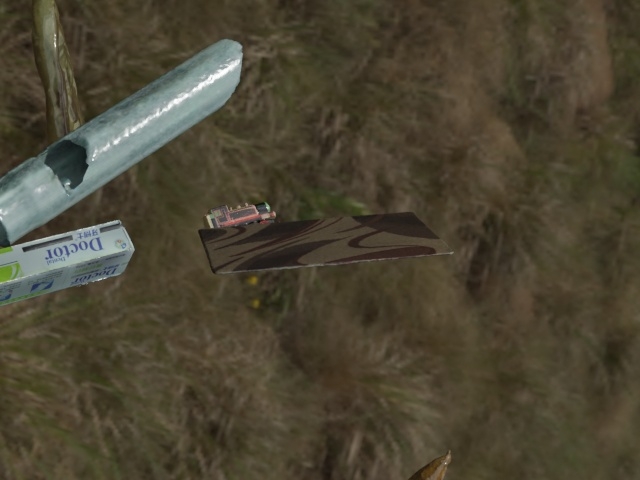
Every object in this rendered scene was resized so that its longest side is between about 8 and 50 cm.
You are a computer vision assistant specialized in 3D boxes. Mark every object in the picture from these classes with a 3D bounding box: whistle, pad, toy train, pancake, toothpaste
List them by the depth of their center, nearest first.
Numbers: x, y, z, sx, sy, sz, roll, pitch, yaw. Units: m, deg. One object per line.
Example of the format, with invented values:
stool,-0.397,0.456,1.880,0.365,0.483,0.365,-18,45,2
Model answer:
whistle,-0.192,-0.099,1.165,0.312,0.062,0.062,-37,133,-28
pad,0.000,0.000,1.706,0.220,0.330,0.004,-127,-147,-70
pancake,-0.371,-0.227,1.714,0.294,0.049,0.295,169,-90,-83
toothpaste,-0.464,0.049,1.926,0.336,0.067,0.081,-16,158,-33
toy train,-0.143,-0.028,2.225,0.138,0.087,0.050,-15,160,-19

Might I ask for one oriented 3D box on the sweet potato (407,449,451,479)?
sweet potato,0.088,0.383,1.547,0.066,0.072,0.314,12,115,-26
